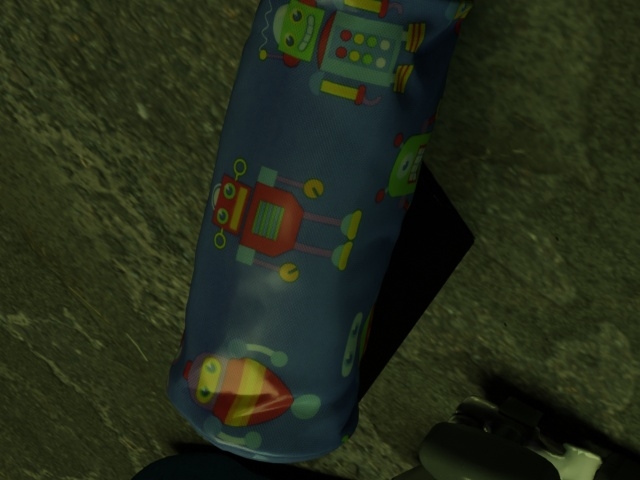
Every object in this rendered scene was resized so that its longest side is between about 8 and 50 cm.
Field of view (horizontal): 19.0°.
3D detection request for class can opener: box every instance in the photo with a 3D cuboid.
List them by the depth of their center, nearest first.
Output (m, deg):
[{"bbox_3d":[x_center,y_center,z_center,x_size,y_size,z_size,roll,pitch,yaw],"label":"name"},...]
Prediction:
[{"bbox_3d":[0.203,0.205,1.368,0.283,0.095,0.076,28,133,18],"label":"can opener"}]

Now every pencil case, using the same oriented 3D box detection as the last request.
[{"bbox_3d":[-0.002,-0.024,1.094,0.119,0.133,0.306,23,110,25],"label":"pencil case"}]

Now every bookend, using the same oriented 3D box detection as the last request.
[{"bbox_3d":[0.000,0.000,1.236,0.072,0.157,0.156,2,137,48],"label":"bookend"}]

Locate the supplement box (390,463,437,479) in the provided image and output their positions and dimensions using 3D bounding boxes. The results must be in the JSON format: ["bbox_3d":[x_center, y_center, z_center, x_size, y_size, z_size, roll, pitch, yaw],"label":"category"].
[{"bbox_3d":[0.136,0.288,1.533,0.220,0.111,0.114,47,139,-8],"label":"supplement box"}]

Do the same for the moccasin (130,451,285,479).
[{"bbox_3d":[-0.056,0.291,1.789,0.342,0.138,0.117,9,146,45],"label":"moccasin"}]
